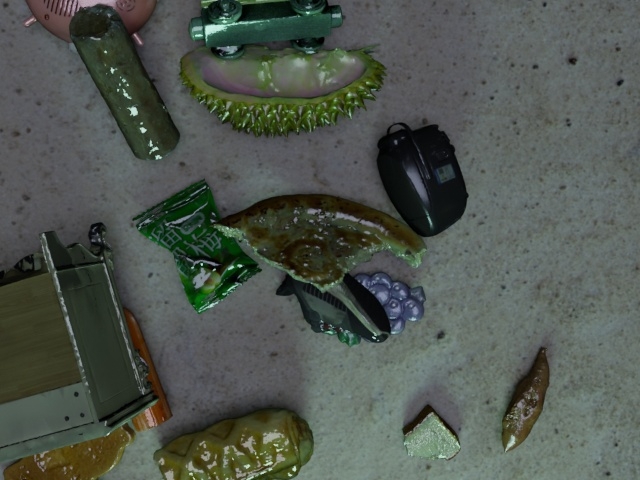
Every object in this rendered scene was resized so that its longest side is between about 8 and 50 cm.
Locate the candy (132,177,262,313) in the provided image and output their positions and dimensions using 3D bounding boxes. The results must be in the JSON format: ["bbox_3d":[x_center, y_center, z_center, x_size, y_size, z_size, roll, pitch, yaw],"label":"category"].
[{"bbox_3d":[-0.211,0.011,1.653,0.141,0.078,0.203,-32,86,-13],"label":"candy"}]

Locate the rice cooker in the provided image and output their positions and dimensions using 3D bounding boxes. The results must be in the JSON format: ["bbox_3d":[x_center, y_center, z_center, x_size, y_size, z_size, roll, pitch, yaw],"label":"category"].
[{"bbox_3d":[0.173,-0.109,1.648,0.118,0.142,0.203,-23,98,-16],"label":"rice cooker"}]

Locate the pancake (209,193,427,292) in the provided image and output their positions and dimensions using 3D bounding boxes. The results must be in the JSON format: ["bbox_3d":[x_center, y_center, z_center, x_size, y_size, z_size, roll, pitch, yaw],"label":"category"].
[{"bbox_3d":[0.001,-0.004,1.624,0.377,0.054,0.197,0,57,-11],"label":"pancake"}]

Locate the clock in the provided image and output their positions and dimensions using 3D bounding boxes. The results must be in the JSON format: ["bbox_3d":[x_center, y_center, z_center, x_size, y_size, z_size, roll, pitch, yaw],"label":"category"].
[{"bbox_3d":[-0.374,-0.424,1.559,0.227,0.142,0.241,9,98,-7],"label":"clock"}]

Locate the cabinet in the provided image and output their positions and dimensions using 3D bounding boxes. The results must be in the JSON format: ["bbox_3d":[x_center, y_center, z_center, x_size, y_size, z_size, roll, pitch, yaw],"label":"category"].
[{"bbox_3d":[-0.462,0.164,1.529,0.290,0.227,0.318,-17,90,11],"label":"cabinet"}]

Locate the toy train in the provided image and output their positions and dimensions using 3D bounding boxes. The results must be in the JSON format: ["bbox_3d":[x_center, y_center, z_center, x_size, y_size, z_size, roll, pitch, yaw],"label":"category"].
[{"bbox_3d":[-0.095,-0.385,1.599,0.253,0.157,0.105,-8,139,-4],"label":"toy train"}]

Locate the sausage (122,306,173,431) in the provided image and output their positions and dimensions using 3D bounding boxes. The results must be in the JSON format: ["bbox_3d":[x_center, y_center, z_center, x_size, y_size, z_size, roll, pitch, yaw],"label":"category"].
[{"bbox_3d":[-0.327,0.210,1.663,0.071,0.071,0.234,-19,97,-4],"label":"sausage"}]

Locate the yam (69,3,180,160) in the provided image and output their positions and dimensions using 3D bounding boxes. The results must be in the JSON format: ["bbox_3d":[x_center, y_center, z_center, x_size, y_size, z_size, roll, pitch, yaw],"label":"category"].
[{"bbox_3d":[-0.316,-0.253,1.552,0.093,0.093,0.259,-25,131,-3],"label":"yam"}]

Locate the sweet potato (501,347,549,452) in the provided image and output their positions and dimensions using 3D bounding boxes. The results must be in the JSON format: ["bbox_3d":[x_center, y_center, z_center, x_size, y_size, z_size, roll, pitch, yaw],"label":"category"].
[{"bbox_3d":[0.377,0.293,1.752,0.068,0.060,0.206,31,81,-42],"label":"sweet potato"}]

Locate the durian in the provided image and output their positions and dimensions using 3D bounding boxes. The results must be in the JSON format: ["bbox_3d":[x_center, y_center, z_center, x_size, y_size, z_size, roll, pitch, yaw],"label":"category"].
[{"bbox_3d":[-0.063,-0.261,1.605,0.352,0.158,0.169,-1,84,-2],"label":"durian"}]

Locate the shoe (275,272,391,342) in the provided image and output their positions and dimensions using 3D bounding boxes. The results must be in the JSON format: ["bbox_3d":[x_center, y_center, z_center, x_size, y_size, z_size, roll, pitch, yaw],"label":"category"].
[{"bbox_3d":[0.018,0.110,1.659,0.227,0.099,0.112,46,108,18],"label":"shoe"}]

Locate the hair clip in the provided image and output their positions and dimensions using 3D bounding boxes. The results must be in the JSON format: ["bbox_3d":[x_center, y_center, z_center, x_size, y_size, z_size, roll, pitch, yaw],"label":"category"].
[{"bbox_3d":[0.090,0.118,1.715,0.195,0.052,0.124,-19,82,4],"label":"hair clip"}]

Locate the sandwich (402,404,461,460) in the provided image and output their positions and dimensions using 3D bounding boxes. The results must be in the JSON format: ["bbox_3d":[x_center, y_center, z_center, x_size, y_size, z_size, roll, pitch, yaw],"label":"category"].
[{"bbox_3d":[0.201,0.365,1.751,0.093,0.036,0.105,-45,100,-1],"label":"sandwich"}]

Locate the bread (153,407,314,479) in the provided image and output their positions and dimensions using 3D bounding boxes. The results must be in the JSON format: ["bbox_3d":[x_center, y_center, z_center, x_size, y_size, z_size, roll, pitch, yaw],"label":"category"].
[{"bbox_3d":[-0.142,0.375,1.670,0.268,0.130,0.152,-21,137,-4],"label":"bread"}]

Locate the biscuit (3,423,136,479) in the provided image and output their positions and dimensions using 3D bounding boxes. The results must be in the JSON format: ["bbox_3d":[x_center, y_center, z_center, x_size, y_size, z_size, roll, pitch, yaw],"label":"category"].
[{"bbox_3d":[-0.436,0.375,1.674,0.184,0.035,0.249,41,96,3],"label":"biscuit"}]
